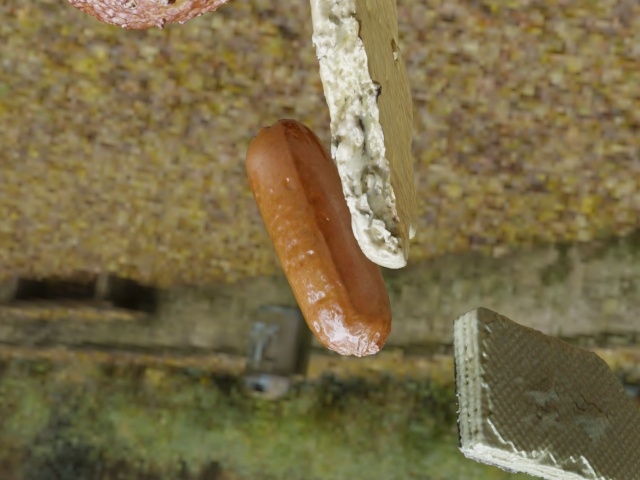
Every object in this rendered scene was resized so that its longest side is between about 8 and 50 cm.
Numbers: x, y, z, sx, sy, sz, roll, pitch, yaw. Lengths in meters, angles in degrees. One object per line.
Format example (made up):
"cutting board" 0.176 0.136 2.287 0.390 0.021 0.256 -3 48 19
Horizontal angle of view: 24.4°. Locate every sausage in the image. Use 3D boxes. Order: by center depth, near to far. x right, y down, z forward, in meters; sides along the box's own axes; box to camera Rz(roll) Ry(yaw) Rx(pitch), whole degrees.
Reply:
"sausage" 0.000 0.000 1.163 0.076 0.198 0.076 -20 166 -5

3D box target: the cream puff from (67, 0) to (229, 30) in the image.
"cream puff" -0.187 -0.378 1.658 0.350 0.229 0.350 -4 135 -4

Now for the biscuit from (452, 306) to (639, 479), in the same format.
"biscuit" 0.238 0.170 1.478 0.252 0.150 0.052 24 143 -33

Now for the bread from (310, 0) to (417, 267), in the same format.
"bread" 0.032 -0.113 1.018 0.039 0.251 0.182 -7 -156 10
